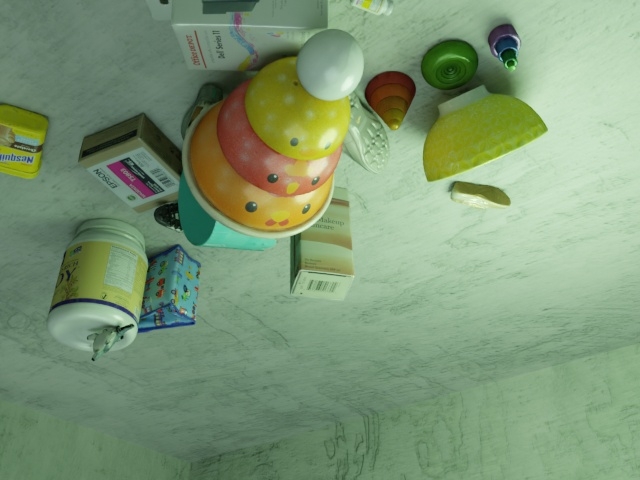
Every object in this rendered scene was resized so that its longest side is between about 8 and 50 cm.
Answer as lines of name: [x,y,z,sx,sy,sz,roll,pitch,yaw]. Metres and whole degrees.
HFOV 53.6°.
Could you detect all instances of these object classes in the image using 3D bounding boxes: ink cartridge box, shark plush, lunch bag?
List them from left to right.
shark plush: [-0.562,0.258,1.709,0.161,0.073,0.067,-45,150,17]
ink cartridge box: [-0.457,-0.188,1.610,0.193,0.088,0.234,-18,142,20]
lunch bag: [-0.538,0.170,1.980,0.293,0.221,0.138,-16,142,18]
ink cartridge box: [-0.165,-0.416,1.218,0.353,0.119,0.207,1,172,-3]

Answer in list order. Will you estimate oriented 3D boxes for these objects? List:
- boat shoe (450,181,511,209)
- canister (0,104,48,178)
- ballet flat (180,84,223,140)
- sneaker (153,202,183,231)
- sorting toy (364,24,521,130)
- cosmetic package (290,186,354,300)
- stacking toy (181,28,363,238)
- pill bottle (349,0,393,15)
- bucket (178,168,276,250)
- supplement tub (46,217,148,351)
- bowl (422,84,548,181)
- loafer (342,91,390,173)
boat shoe: [0.443,-0.118,1.766,0.170,0.063,0.059,15,144,-6]
canister: [-0.738,-0.239,1.541,0.126,0.073,0.170,15,139,-22]
ballet flat: [-0.288,-0.279,1.507,0.072,0.068,0.213,14,141,-20]
sneaker: [-0.387,-0.056,1.747,0.106,0.078,0.234,-10,175,29]
sorting toy: [0.269,-0.340,1.397,0.365,0.126,0.127,-21,139,25]
cosmetic package: [0.000,0.000,1.708,0.153,0.296,0.129,6,142,-12]
stacking toy: [-0.061,-0.239,1.240,0.351,0.350,0.480,12,154,-18]
pill bottle: [0.103,-0.479,1.269,0.083,0.043,0.043,14,141,-20]
bucket: [-0.218,-0.105,1.551,0.183,0.281,0.281,1,148,-36]
supplement tub: [-0.631,0.127,1.826,0.241,0.331,0.241,-2,144,-1]
bowl: [0.352,-0.262,1.454,0.289,0.289,0.156,-21,96,25]
loafer: [0.066,-0.273,1.513,0.111,0.112,0.319,18,159,42]
